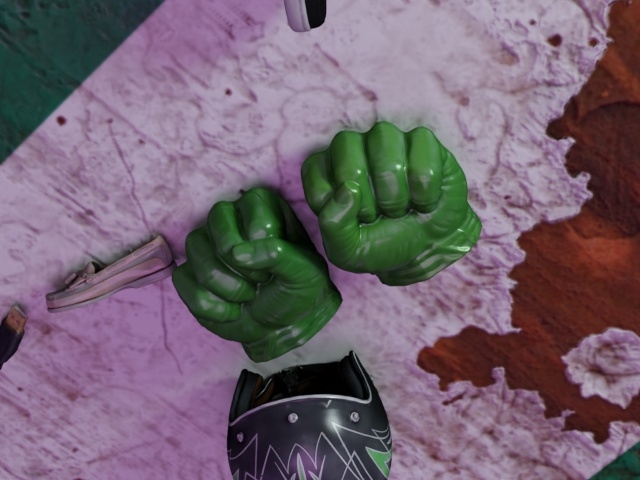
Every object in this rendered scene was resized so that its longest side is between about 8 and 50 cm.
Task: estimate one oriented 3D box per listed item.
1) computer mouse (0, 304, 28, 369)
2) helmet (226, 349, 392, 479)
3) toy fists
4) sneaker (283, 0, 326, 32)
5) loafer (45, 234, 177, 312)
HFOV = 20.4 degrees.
[{"bbox_3d":[-0.350,0.041,1.604,0.184,0.060,0.262,17,121,-11],"label":"computer mouse"},{"bbox_3d":[-0.010,0.190,1.646,0.169,0.161,0.169,-1,122,-1],"label":"helmet"},{"bbox_3d":[0.000,0.000,1.566,0.279,0.096,0.142,-29,118,18],"label":"toy fists"},{"bbox_3d":[0.029,-0.265,1.405,0.121,0.079,0.217,-1,121,1],"label":"sneaker"},{"bbox_3d":[-0.194,0.030,1.616,0.125,0.045,0.039,-18,104,2],"label":"loafer"}]
